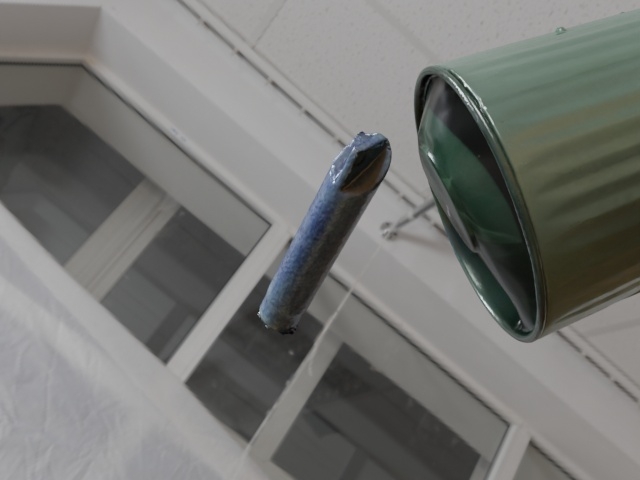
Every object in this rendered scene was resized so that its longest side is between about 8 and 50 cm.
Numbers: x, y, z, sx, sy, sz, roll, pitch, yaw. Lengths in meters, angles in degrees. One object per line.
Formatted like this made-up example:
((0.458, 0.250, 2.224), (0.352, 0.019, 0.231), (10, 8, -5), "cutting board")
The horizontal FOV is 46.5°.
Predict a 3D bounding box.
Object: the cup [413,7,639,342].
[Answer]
((0.317, -0.088, 0.850), (0.401, 0.393, 0.310), (101, -31, -84), "cup")

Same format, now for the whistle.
((0.000, 0.000, 0.881), (0.062, 0.062, 0.304), (33, -49, 5), "whistle")
